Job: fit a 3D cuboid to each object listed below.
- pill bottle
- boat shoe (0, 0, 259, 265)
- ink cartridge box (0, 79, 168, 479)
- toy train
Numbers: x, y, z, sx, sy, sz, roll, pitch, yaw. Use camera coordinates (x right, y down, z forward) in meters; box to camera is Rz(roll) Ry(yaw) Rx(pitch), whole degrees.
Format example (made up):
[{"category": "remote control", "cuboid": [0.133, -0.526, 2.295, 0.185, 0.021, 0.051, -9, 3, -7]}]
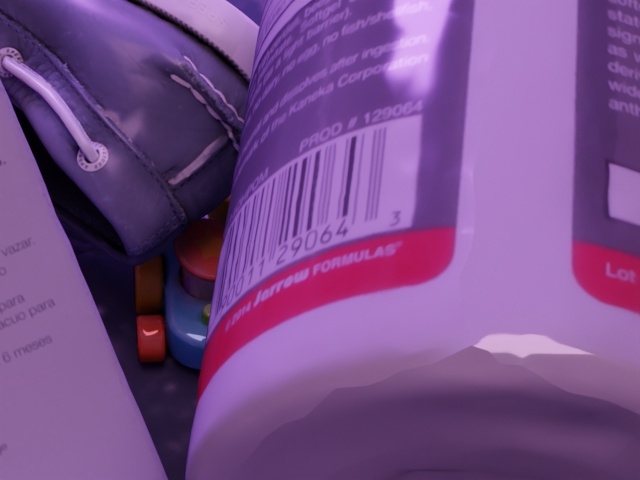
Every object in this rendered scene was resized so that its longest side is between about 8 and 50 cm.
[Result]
[{"category": "pill bottle", "cuboid": [0.062, -0.036, 0.628, 0.176, 0.176, 0.318, 8, 51, 0]}, {"category": "boat shoe", "cuboid": [-0.163, -0.084, 0.757, 0.319, 0.116, 0.099, 24, 67, 23]}, {"category": "ink cartridge box", "cuboid": [-0.240, 0.031, 0.585, 0.324, 0.071, 0.330, -24, 95, -23]}, {"category": "toy train", "cuboid": [0.000, 0.000, 0.758, 0.125, 0.046, 0.166, 30, 55, 16]}]
